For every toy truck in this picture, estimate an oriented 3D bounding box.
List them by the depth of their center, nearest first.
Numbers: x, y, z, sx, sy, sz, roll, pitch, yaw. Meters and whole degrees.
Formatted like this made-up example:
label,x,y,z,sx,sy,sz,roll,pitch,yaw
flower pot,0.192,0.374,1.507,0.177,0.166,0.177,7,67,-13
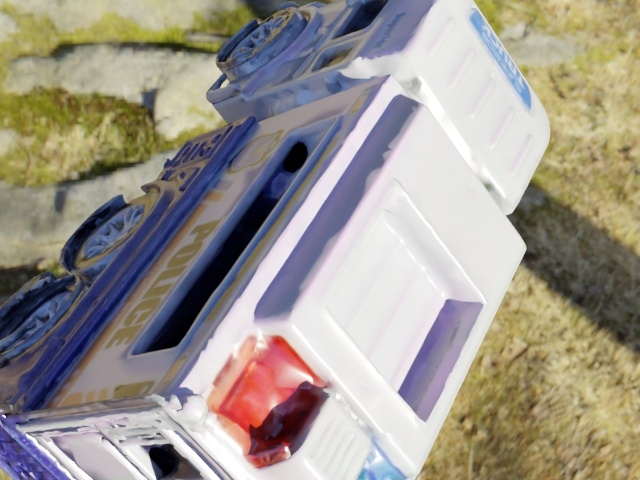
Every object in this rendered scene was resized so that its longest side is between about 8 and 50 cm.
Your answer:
label,x,y,z,sx,sy,sz,roll,pitch,yaw
toy truck,0.000,0.000,0.440,0.124,0.155,0.268,51,51,-23
